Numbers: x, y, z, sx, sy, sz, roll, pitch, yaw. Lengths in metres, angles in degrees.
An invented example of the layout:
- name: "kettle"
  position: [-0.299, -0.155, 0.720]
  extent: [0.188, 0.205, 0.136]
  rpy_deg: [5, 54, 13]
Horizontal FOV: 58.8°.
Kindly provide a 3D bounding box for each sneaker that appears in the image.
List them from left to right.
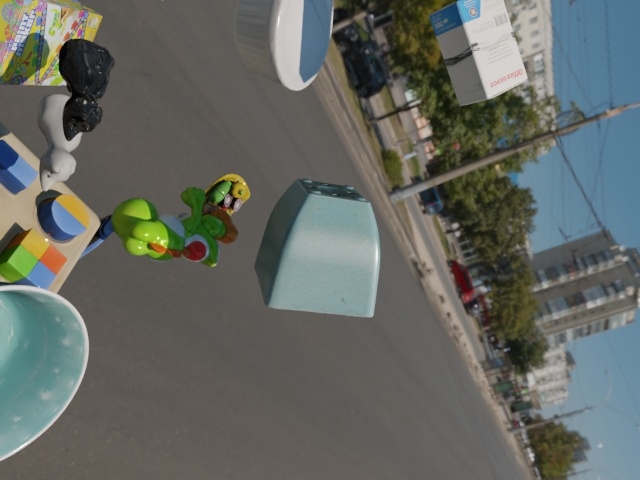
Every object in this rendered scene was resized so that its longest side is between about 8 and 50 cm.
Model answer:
- name: "sneaker"
  position: [-0.613, -0.008, 1.425]
  extent: [0.090, 0.232, 0.081]
  rpy_deg: [54, 0, -20]

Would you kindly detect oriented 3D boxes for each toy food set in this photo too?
- name: "toy food set"
  position: [-0.289, -0.095, 1.661]
  extent: [0.071, 0.218, 0.128]
  rpy_deg: [35, -15, 42]

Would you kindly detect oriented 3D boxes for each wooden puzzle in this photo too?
- name: "wooden puzzle"
  position: [-0.593, -0.051, 1.110]
  extent: [0.322, 0.081, 0.347]
  rpy_deg: [53, 28, -33]

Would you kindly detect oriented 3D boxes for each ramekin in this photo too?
- name: "ramekin"
  position: [-0.083, -0.481, 1.266]
  extent: [0.273, 0.127, 0.272]
  rpy_deg: [-51, 151, -43]

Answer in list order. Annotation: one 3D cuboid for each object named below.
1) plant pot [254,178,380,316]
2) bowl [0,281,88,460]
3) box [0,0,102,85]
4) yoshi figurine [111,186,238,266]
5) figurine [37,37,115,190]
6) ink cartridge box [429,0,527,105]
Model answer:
- name: "plant pot"
  position: [0.000, 0.000, 1.299]
  extent: [0.248, 0.247, 0.252]
  rpy_deg: [-123, -138, -67]
- name: "bowl"
  position: [-0.552, 0.185, 0.895]
  extent: [0.311, 0.163, 0.311]
  rpy_deg: [-33, 135, -40]
- name: "box"
  position: [-0.660, -0.461, 1.140]
  extent: [0.290, 0.177, 0.279]
  rpy_deg: [30, 16, -1]
- name: "yoshi figurine"
  position: [-0.381, -0.035, 1.438]
  extent: [0.362, 0.203, 0.203]
  rpy_deg: [4, 86, -68]
- name: "figurine"
  position: [-0.448, -0.216, 1.016]
  extent: [0.092, 0.215, 0.209]
  rpy_deg: [18, 41, -33]
- name: "ink cartridge box"
  position: [0.315, -0.382, 1.126]
  extent: [0.082, 0.140, 0.190]
  rpy_deg: [-1, -66, 56]
